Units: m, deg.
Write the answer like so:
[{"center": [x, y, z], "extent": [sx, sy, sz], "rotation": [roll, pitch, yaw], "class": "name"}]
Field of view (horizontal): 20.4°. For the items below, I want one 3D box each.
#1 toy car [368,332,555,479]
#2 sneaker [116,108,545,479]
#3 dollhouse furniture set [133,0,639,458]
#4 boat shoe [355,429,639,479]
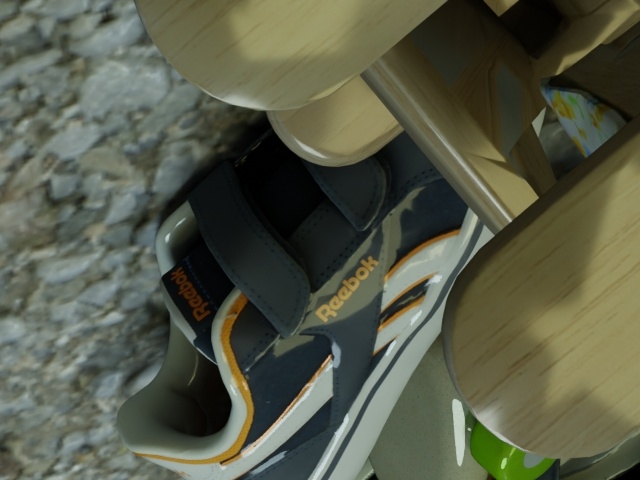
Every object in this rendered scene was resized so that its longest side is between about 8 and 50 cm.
[{"center": [0.119, 0.072, 1.024], "extent": [0.188, 0.155, 0.149], "rotation": [-25, 137, -29], "class": "toy car"}, {"center": [0.000, 0.000, 0.892], "extent": [0.127, 0.126, 0.321], "rotation": [12, 114, -29], "class": "sneaker"}, {"center": [-0.069, -0.117, 0.595], "extent": [0.256, 0.362, 0.394], "rotation": [-40, 109, 3], "class": "dollhouse furniture set"}, {"center": [0.147, 0.158, 1.129], "extent": [0.340, 0.113, 0.127], "rotation": [-26, 136, -11], "class": "boat shoe"}]
